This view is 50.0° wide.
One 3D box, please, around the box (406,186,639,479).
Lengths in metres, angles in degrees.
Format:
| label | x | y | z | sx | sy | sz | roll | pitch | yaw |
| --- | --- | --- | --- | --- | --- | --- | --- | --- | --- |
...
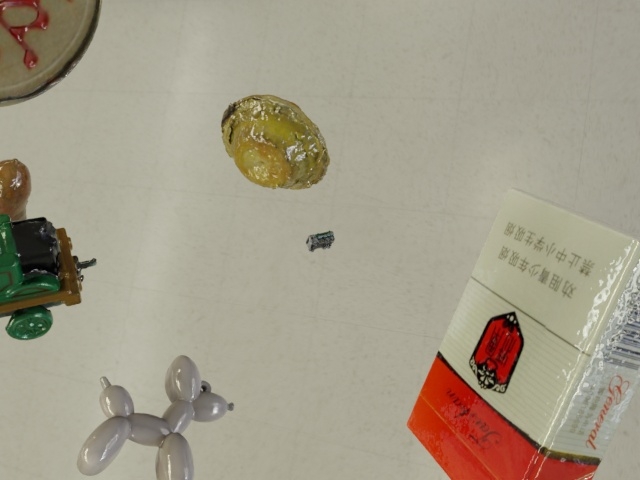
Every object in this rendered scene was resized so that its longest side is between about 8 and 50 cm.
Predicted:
| label | x | y | z | sx | sy | sz | roll | pitch | yaw |
| --- | --- | --- | --- | --- | --- | --- | --- | --- | --- |
| box | 0.109 | 0.059 | 0.351 | 0.152 | 0.048 | 0.100 | -71 | 22 | 11 |

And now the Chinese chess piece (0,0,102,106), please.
| label | x | y | z | sx | sy | sz | roll | pitch | yaw |
| --- | --- | --- | --- | --- | --- | --- | --- | --- | --- |
| Chinese chess piece | -0.366 | -0.272 | 0.766 | 0.103 | 0.249 | 0.250 | 37 | 96 | 20 |

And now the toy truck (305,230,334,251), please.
| label | x | y | z | sx | sy | sz | roll | pitch | yaw |
| --- | --- | --- | --- | --- | --- | --- | --- | --- | --- |
| toy truck | 0.000 | 0.000 | 1.859 | 0.044 | 0.083 | 0.039 | 61 | 148 | 28 |

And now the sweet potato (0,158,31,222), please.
| label | x | y | z | sx | sy | sz | roll | pitch | yaw |
| --- | --- | --- | --- | --- | --- | --- | --- | --- | --- |
| sweet potato | -0.667 | -0.063 | 1.464 | 0.097 | 0.097 | 0.292 | 55 | 142 | 21 |

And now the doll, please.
| label | x | y | z | sx | sy | sz | roll | pitch | yaw |
| --- | --- | --- | --- | --- | --- | --- | --- | --- | --- |
| doll | -0.181 | 0.204 | 0.786 | 0.059 | 0.160 | 0.160 | 124 | 160 | -45 |

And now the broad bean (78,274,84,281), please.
| label | x | y | z | sx | sy | sz | roll | pitch | yaw |
| --- | --- | --- | --- | --- | --- | --- | --- | --- | --- |
| broad bean | -0.513 | 0.080 | 1.174 | 0.213 | 0.070 | 0.048 | -14 | 94 | -6 |

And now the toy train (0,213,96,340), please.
| label | x | y | z | sx | sy | sz | roll | pitch | yaw |
| --- | --- | --- | --- | --- | --- | --- | --- | --- | --- |
| toy train | -0.325 | 0.030 | 0.635 | 0.227 | 0.136 | 0.091 | -12 | 54 | -20 |

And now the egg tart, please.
| label | x | y | z | sx | sy | sz | roll | pitch | yaw |
| --- | --- | --- | --- | --- | --- | --- | --- | --- | --- |
| egg tart | -0.123 | -0.219 | 1.689 | 0.294 | 0.295 | 0.116 | 7 | 47 | 24 |
